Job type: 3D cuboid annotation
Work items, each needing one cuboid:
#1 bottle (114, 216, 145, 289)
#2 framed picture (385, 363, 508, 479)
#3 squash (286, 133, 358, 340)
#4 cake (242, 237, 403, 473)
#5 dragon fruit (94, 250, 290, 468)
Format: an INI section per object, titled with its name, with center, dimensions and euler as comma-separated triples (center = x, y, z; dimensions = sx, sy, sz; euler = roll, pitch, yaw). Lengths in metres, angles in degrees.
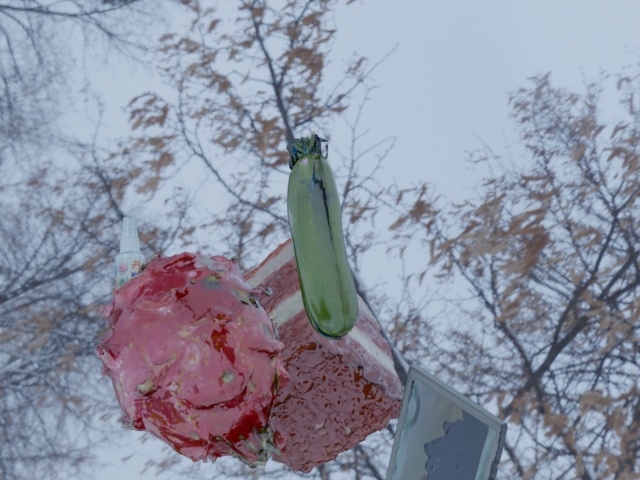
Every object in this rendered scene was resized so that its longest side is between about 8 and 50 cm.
[bottle]
center = -0.364, 0.059, 1.405
dimensions = 0.060, 0.060, 0.217
euler = -25, -115, 44
[framed picture]
center = 0.181, 0.349, 1.123
dimensions = 0.192, 0.018, 0.265
euler = 27, -67, 47
[squash]
center = 0.000, 0.000, 0.640
dimensions = 0.052, 0.052, 0.183
euler = -1, -79, 40
[cake]
center = -0.042, 0.206, 1.336
dimensions = 0.270, 0.319, 0.269
euler = -37, -58, 17
[dragon fruit]
center = -0.135, 0.143, 0.824
dimensions = 0.205, 0.210, 0.268
euler = -32, -90, 22
